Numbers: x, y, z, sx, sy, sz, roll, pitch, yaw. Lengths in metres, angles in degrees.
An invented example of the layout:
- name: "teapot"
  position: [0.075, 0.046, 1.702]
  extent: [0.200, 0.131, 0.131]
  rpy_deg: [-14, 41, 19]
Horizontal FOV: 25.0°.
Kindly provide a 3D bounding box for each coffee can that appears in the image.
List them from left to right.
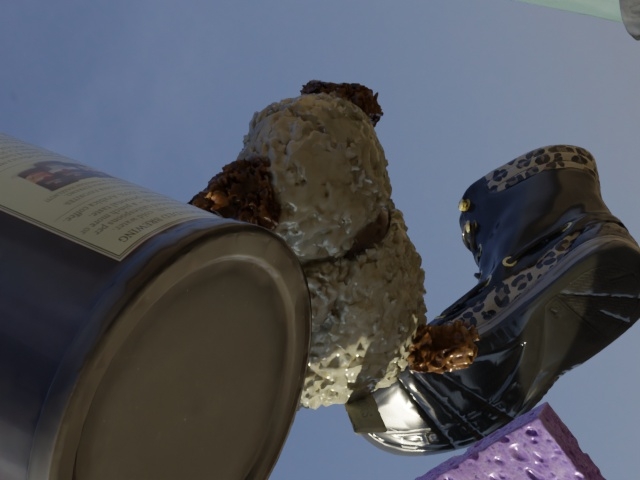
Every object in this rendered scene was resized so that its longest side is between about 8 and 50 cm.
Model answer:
- name: "coffee can"
  position: [-0.172, 0.046, 0.772]
  extent: [0.201, 0.275, 0.202]
  rpy_deg: [-36, -43, -44]

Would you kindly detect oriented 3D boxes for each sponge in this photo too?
- name: "sponge"
  position: [0.129, 0.224, 1.142]
  extent: [0.117, 0.210, 0.031]
  rpy_deg: [51, -150, -6]

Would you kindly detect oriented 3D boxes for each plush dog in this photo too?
- name: "plush dog"
  position: [0.000, 0.000, 1.087]
  extent: [0.262, 0.210, 0.225]
  rpy_deg: [-50, -47, -46]

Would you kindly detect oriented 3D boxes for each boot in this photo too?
- name: "boot"
  position: [0.196, 0.061, 1.656]
  extent: [0.138, 0.377, 0.284]
  rpy_deg: [40, -156, -22]

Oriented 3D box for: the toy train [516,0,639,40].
- name: "toy train"
  position: [0.249, -0.240, 1.119]
  extent: [0.190, 0.334, 0.142]
  rpy_deg: [-32, -53, -30]
